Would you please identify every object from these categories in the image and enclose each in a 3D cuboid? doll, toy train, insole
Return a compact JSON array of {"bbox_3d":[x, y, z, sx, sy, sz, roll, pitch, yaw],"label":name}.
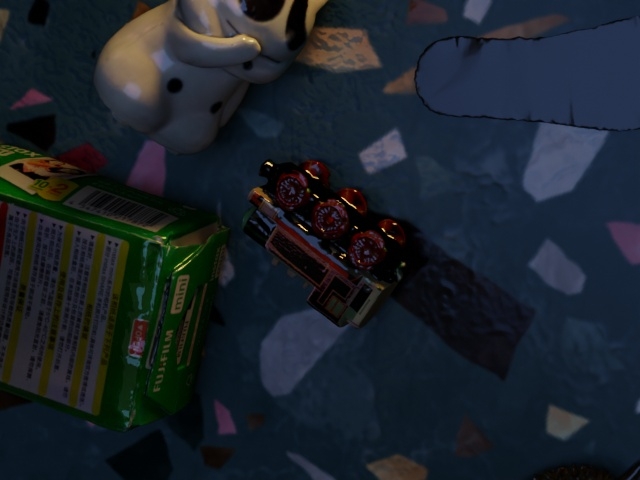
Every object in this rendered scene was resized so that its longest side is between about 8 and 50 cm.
[{"bbox_3d":[-0.082,-0.144,1.006,0.181,0.110,0.107,-36,45,23],"label":"doll"},{"bbox_3d":[0.000,0.000,1.026,0.138,0.050,0.087,38,112,12],"label":"toy train"},{"bbox_3d":[0.178,-0.116,0.967,0.232,0.003,0.080,0,97,21],"label":"insole"}]

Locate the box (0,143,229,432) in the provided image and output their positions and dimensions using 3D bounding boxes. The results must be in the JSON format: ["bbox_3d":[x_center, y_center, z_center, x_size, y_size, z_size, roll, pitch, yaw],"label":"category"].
[{"bbox_3d":[-0.211,0.033,1.083,0.250,0.103,0.180,17,103,19],"label":"box"}]

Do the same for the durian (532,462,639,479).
[{"bbox_3d":[0.183,0.215,0.979,0.110,0.071,0.140,40,104,11],"label":"durian"}]
